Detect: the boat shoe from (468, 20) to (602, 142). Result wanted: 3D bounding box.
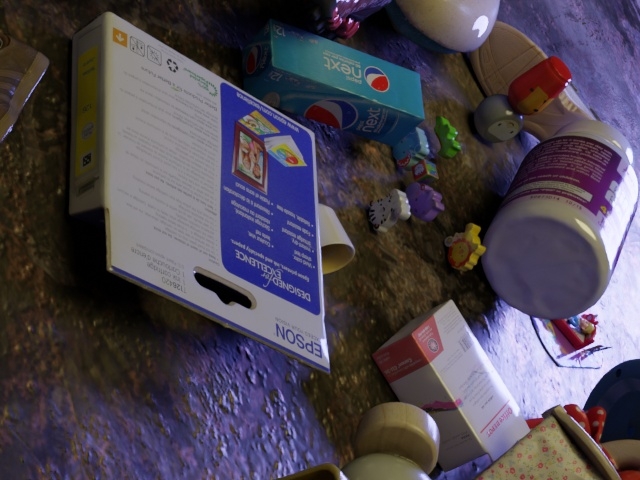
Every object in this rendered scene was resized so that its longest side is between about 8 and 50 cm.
[{"bbox_3d":[0.318,-0.198,2.275,0.285,0.103,0.092,44,11,-5],"label":"boat shoe"}]

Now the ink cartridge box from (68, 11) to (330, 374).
[{"bbox_3d":[-0.119,-0.037,1.597,0.303,0.072,0.307,29,47,-40],"label":"ink cartridge box"}]

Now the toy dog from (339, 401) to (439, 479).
[{"bbox_3d":[0.075,0.327,1.547,0.333,0.161,0.220,70,24,-10],"label":"toy dog"}]

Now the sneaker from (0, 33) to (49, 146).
[{"bbox_3d":[-0.307,-0.121,1.427,0.071,0.066,0.188,32,35,-12],"label":"sneaker"}]

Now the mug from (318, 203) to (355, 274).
[{"bbox_3d":[-0.003,-0.001,1.743,0.062,0.078,0.064,-7,58,-20],"label":"mug"}]

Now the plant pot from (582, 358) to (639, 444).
[{"bbox_3d":[0.472,0.266,2.000,0.255,0.271,0.271,20,49,-25],"label":"plant pot"}]

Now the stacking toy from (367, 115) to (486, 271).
[{"bbox_3d":[0.117,-0.082,1.961,0.167,0.052,0.221,24,46,-44],"label":"stacking toy"}]

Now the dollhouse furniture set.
[{"bbox_3d":[0.295,0.266,1.648,0.303,0.174,0.355,-37,86,-19],"label":"dollhouse furniture set"}]

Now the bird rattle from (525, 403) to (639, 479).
[{"bbox_3d":[0.329,0.304,1.830,0.143,0.207,0.253,63,32,-43],"label":"bird rattle"}]

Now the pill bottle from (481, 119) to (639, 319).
[{"bbox_3d":[0.327,-0.040,2.094,0.169,0.169,0.301,52,35,-13],"label":"pill bottle"}]

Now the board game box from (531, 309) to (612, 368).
[{"bbox_3d":[0.340,0.103,2.130,0.169,0.033,0.133,9,59,-51],"label":"board game box"}]

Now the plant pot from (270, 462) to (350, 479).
[{"bbox_3d":[-0.021,0.339,1.335,0.187,0.212,0.212,39,38,-48],"label":"plant pot"}]

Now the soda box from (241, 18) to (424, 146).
[{"bbox_3d":[0.015,-0.180,1.835,0.210,0.067,0.071,16,52,-28],"label":"soda box"}]

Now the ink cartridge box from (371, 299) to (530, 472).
[{"bbox_3d":[0.154,0.180,1.795,0.198,0.067,0.115,58,34,-1],"label":"ink cartridge box"}]

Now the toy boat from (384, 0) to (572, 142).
[{"bbox_3d":[0.186,-0.280,2.135,0.318,0.148,0.267,48,30,-6],"label":"toy boat"}]

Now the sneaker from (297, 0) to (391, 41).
[{"bbox_3d":[0.029,-0.307,1.848,0.097,0.135,0.276,51,9,3],"label":"sneaker"}]
